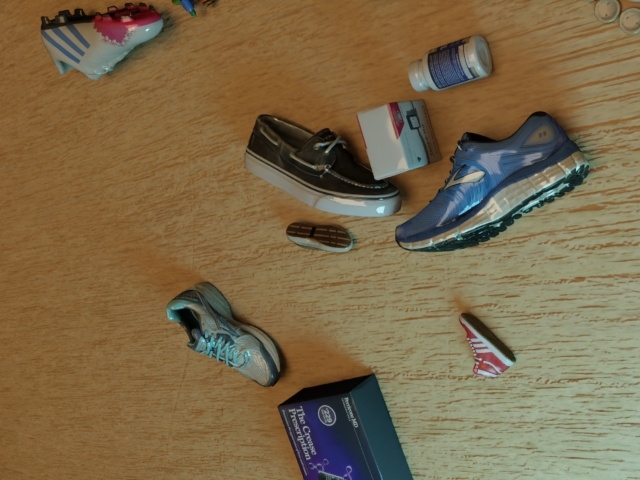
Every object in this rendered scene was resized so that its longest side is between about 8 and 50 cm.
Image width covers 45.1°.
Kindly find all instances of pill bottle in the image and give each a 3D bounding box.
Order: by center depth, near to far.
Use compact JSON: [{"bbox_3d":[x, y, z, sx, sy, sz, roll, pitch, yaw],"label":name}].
[{"bbox_3d":[0.201,-0.273,1.207,0.120,0.067,0.067,-12,96,35],"label":"pill bottle"}]

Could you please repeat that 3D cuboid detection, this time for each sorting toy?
[{"bbox_3d":[-0.237,-0.454,1.464,0.102,0.061,0.042,0,137,40],"label":"sorting toy"}]

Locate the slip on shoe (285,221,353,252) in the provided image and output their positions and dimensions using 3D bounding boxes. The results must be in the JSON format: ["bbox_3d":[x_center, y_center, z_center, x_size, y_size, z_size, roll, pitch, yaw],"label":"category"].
[{"bbox_3d":[0.000,0.000,1.431,0.135,0.051,0.041,8,147,23],"label":"slip on shoe"}]

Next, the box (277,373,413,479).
[{"bbox_3d":[0.053,0.405,1.466,0.184,0.103,0.261,-20,91,33],"label":"box"}]

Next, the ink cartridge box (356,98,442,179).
[{"bbox_3d":[0.129,-0.165,1.234,0.063,0.150,0.109,-16,94,31],"label":"ink cartridge box"}]

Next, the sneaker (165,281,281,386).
[{"bbox_3d":[-0.205,0.209,1.569,0.283,0.122,0.110,39,121,19],"label":"sneaker"}]

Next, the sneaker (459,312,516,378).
[{"bbox_3d":[0.265,0.182,1.301,0.118,0.042,0.067,45,119,13],"label":"sneaker"}]

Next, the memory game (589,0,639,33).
[{"bbox_3d":[0.444,-0.377,1.053,0.186,0.012,0.186,9,108,31],"label":"memory game"}]

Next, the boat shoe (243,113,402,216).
[{"bbox_3d":[-0.005,-0.137,1.345,0.335,0.121,0.119,22,118,29],"label":"boat shoe"}]

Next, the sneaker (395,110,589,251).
[{"bbox_3d":[0.248,-0.086,1.210,0.330,0.129,0.147,-33,69,32],"label":"sneaker"}]

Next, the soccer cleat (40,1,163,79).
[{"bbox_3d":[-0.437,-0.403,1.582,0.331,0.116,0.143,8,123,34],"label":"soccer cleat"}]
